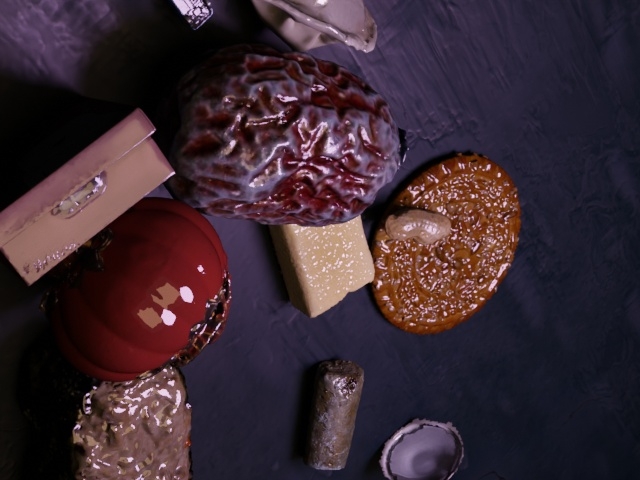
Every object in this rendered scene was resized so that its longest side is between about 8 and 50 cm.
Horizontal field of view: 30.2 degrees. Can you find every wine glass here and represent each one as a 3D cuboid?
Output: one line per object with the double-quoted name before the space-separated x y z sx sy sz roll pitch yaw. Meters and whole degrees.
"wine glass" 0.214 0.443 1.992 0.143 0.143 0.321 -40 129 -15

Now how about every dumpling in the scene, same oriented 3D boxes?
"dumpling" -0.009 -0.286 1.450 0.126 0.166 0.216 -35 134 10

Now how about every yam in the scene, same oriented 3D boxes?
"yam" 0.017 0.269 1.800 0.078 0.078 0.179 -5 115 -36

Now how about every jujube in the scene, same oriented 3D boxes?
"jujube" -0.052 -0.126 1.459 0.317 0.226 0.226 5 108 -34

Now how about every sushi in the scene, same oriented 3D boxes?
"sushi" -0.264 0.273 1.524 0.211 0.171 0.350 -18 122 -33

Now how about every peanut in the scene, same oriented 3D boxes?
"peanut" 0.140 -0.021 1.721 0.113 0.054 0.054 3 110 -32

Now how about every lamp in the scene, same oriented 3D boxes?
"lamp" -0.204 0.059 1.356 0.227 0.227 0.227 -17 121 -30

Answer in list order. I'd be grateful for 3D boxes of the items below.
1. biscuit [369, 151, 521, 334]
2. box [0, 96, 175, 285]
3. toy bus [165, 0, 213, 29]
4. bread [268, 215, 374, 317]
"biscuit" 0.200 0.010 1.835 0.305 0.038 0.305 -17 121 -30
"box" -0.291 -0.059 1.305 0.215 0.215 0.086 -40 114 -16
"toy bus" -0.166 -0.292 1.406 0.038 0.046 0.083 -45 129 -11
"bread" 0.000 -0.001 1.659 0.125 0.068 0.188 -31 126 -21
